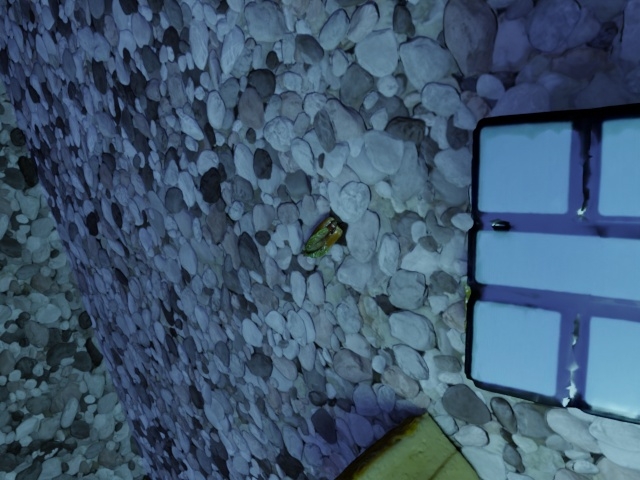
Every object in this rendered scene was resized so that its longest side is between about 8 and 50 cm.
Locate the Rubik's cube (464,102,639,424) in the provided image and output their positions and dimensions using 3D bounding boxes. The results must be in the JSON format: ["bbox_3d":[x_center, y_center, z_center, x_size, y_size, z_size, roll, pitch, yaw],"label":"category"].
[{"bbox_3d":[0.332,0.011,0.543,0.293,0.288,0.284,1,95,32],"label":"Rubik's cube"}]

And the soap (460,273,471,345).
[{"bbox_3d":[0.338,0.125,0.797,0.233,0.076,0.135,10,113,41],"label":"soap"}]

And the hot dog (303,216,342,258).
[{"bbox_3d":[0.000,0.000,1.088,0.056,0.041,0.133,55,135,12],"label":"hot dog"}]

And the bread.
[{"bbox_3d":[0.136,0.524,1.022,0.207,0.279,0.279,49,131,19],"label":"bread"}]
